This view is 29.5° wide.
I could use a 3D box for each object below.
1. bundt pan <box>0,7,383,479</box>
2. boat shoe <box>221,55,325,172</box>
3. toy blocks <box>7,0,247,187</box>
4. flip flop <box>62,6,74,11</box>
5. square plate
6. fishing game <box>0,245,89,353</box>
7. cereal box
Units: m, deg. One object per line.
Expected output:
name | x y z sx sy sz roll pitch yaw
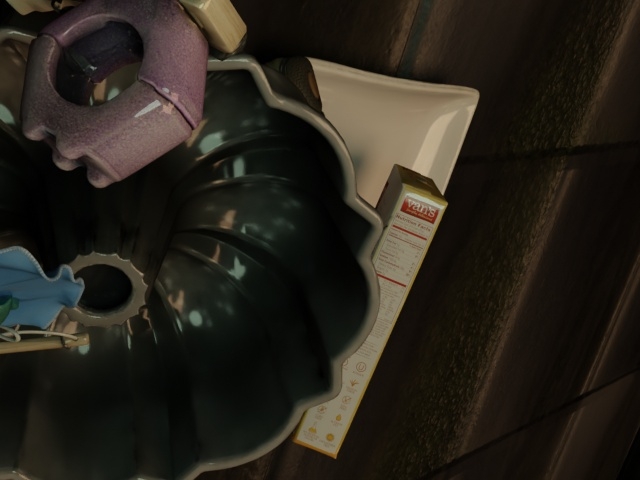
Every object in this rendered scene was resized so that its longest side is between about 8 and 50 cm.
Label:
bundt pan | -0.133 -0.003 0.739 0.330 0.124 0.331 -4 123 -6
boat shoe | -0.056 -0.008 0.924 0.119 0.123 0.324 -10 140 -7
toy blocks | -0.243 -0.094 0.453 0.260 0.288 0.309 -60 154 -11
flip flop | -0.131 -0.124 0.802 0.277 0.080 0.112 -62 151 5
square plate | 0.000 0.000 1.150 0.344 0.049 0.347 -3 118 -57
fishing game | -0.206 0.038 0.569 0.264 0.189 0.041 108 -24 -73
cereal box | 0.040 0.055 1.083 0.173 0.047 0.240 -87 -161 -81
